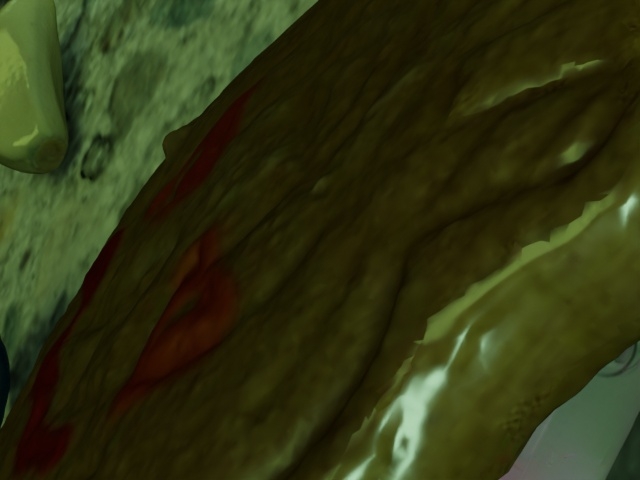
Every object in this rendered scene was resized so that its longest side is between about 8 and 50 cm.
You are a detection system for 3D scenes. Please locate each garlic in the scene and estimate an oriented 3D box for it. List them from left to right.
[{"bbox_3d":[-0.127,-0.061,0.790,0.053,0.041,0.083,-33,55,28],"label":"garlic"}]

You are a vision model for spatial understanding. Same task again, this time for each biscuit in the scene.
[{"bbox_3d":[-0.001,-0.001,0.446,0.257,0.049,0.273,-45,20,17],"label":"biscuit"}]

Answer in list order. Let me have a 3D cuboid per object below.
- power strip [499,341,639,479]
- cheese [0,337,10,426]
[{"bbox_3d":[-0.014,0.058,0.495,0.279,0.037,0.109,-19,35,59],"label":"power strip"},{"bbox_3d":[-0.144,0.122,0.617,0.083,0.204,0.320,-11,39,9],"label":"cheese"}]
